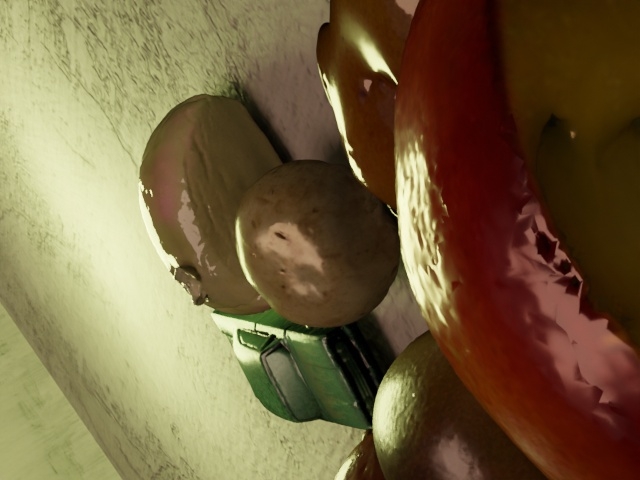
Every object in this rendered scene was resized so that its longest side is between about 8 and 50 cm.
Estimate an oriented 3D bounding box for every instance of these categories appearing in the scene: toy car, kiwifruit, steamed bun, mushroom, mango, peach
[{"bbox_3d":[-0.027,0.144,1.508,0.321,0.097,0.141,3,123,64],"label":"toy car"},{"bbox_3d":[0.138,0.152,1.063,0.196,0.196,0.234,60,164,-6],"label":"kiwifruit"},{"bbox_3d":[-0.111,-0.026,1.389,0.238,0.153,0.170,58,157,-8],"label":"steamed bun"},{"bbox_3d":[0.000,0.000,1.241,0.166,0.127,0.166,20,134,23],"label":"mushroom"},{"bbox_3d":[0.095,-0.115,0.849,0.201,0.153,0.287,52,157,23],"label":"mango"},{"bbox_3d":[0.187,0.005,0.641,0.380,0.306,0.242,55,151,-7],"label":"peach"}]

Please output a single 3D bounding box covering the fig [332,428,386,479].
[{"bbox_3d":[0.094,0.261,1.315,0.205,0.205,0.205,45,154,29],"label":"fig"}]
